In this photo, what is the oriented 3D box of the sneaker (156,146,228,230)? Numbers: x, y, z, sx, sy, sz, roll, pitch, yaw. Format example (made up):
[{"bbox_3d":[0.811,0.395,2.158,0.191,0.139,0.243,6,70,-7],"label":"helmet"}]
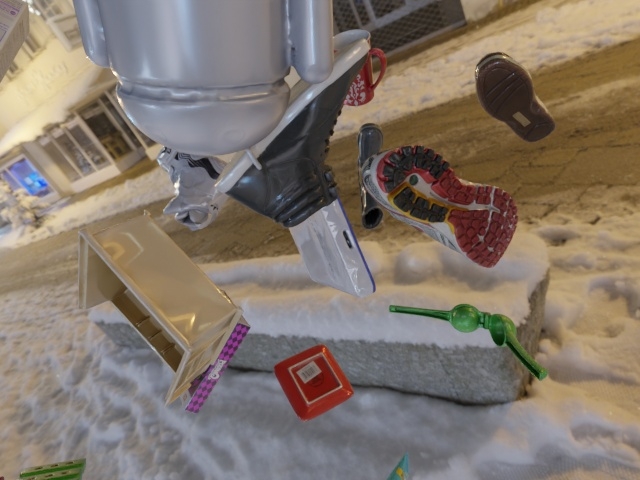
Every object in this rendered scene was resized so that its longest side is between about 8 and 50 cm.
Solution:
[{"bbox_3d":[-0.412,-0.161,1.225,0.366,0.137,0.210,19,77,34],"label":"sneaker"}]

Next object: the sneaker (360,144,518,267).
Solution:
[{"bbox_3d":[0.143,-0.043,0.472,0.088,0.225,0.093,-60,26,0],"label":"sneaker"}]

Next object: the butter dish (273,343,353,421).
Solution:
[{"bbox_3d":[-0.025,0.374,1.035,0.160,0.118,0.159,-18,56,-28],"label":"butter dish"}]

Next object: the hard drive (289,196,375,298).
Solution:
[{"bbox_3d":[0.000,0.000,0.844,0.040,0.210,0.319,-25,7,-15],"label":"hard drive"}]

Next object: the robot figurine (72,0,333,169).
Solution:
[{"bbox_3d":[-0.131,-0.247,0.444,0.300,0.353,0.199,10,31,10],"label":"robot figurine"}]

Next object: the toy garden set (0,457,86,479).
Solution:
[{"bbox_3d":[-0.536,0.455,0.703,0.204,0.049,0.244,1,-13,-24],"label":"toy garden set"}]

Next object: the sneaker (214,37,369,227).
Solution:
[{"bbox_3d":[-0.006,-0.145,0.601,0.295,0.147,0.104,-48,24,1],"label":"sneaker"}]

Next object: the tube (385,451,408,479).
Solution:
[{"bbox_3d":[0.166,0.612,0.978,0.052,0.080,0.207,13,25,34],"label":"tube"}]

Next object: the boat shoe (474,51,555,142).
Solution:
[{"bbox_3d":[0.376,-0.292,0.808,0.095,0.258,0.095,-28,51,34],"label":"boat shoe"}]

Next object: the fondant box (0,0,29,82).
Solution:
[{"bbox_3d":[-0.777,-0.395,0.801,0.096,0.239,0.330,-28,48,52],"label":"fondant box"}]

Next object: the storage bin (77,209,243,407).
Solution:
[{"bbox_3d":[-0.302,0.129,0.733,0.123,0.262,0.260,-36,-15,-47],"label":"storage bin"}]

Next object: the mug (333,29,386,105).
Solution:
[{"bbox_3d":[0.098,-0.454,1.094,0.113,0.169,0.150,-27,48,-9],"label":"mug"}]

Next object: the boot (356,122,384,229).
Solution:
[{"bbox_3d":[0.124,-0.160,1.020,0.076,0.189,0.208,2,55,7],"label":"boot"}]

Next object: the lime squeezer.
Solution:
[{"bbox_3d":[0.267,0.160,0.720,0.110,0.058,0.310,-29,26,-27],"label":"lime squeezer"}]

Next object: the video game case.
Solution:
[{"bbox_3d":[-0.276,0.254,0.982,0.232,0.042,0.210,-58,34,0],"label":"video game case"}]
